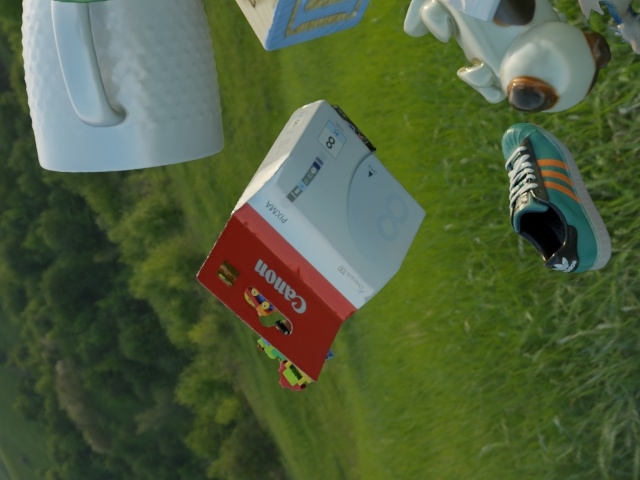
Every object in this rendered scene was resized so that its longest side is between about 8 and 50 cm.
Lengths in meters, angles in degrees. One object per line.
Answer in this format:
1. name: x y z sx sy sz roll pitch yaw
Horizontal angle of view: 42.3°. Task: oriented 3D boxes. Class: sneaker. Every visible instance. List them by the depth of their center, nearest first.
1. sneaker: 0.367 -0.080 1.387 0.108 0.121 0.302 -58 45 46

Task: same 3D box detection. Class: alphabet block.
1. alphabet block: -0.034 -0.446 1.289 0.197 0.192 0.193 60 152 14

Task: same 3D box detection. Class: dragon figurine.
1. dragon figurine: 0.272 -0.304 0.865 0.289 0.144 0.085 48 114 4

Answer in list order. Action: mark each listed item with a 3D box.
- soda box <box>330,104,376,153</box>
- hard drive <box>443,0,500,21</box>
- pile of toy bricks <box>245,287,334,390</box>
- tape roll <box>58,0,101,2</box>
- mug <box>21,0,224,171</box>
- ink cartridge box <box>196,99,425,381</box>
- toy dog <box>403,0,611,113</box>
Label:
1. soda box: 0.050 -0.227 1.811 0.169 0.053 0.060 52 136 34
2. hard drive: 0.263 -0.526 1.238 0.233 0.047 0.353 -117 43 -59
3. pile of toy bricks: -0.075 0.178 1.527 0.105 0.118 0.212 -45 75 30
4. tape roll: -0.122 -0.304 0.497 0.321 0.321 0.077 53 -170 26
5. mug: -0.294 -0.273 1.165 0.374 0.276 0.328 -89 -5 -75
6. ink cartridge box: 0.000 0.000 1.420 0.091 0.385 0.308 -10 133 47
7. toy dog: 0.425 -0.450 1.760 0.408 0.285 0.395 54 166 16
